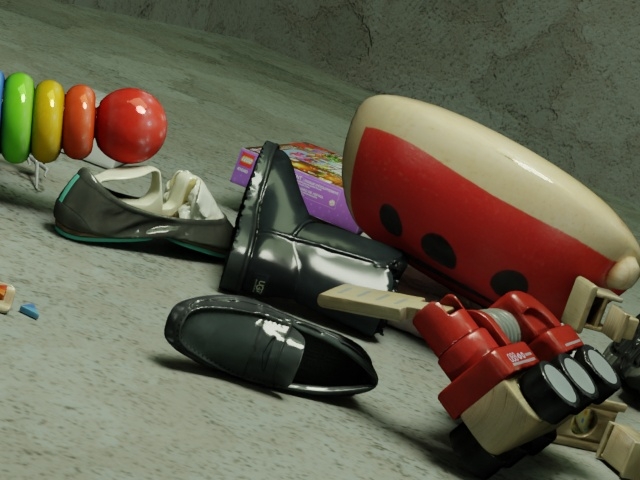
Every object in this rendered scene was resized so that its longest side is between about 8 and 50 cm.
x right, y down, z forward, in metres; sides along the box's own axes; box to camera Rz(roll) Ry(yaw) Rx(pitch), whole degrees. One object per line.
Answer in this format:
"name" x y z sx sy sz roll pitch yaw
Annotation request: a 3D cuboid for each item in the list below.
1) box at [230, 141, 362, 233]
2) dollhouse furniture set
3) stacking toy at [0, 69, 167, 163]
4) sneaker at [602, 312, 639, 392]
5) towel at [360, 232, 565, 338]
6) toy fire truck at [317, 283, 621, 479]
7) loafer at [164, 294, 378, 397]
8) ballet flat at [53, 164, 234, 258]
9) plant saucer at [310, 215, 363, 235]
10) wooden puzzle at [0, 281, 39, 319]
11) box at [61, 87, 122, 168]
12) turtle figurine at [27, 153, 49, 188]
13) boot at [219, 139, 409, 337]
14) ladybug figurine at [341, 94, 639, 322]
"box" 0.013 -0.082 2.390 0.201 0.057 0.293 23 11 14
"dollhouse furniture set" 0.284 0.138 1.725 0.101 0.161 0.182 14 12 -24
"stacking toy" -0.344 -0.142 1.895 0.330 0.141 0.141 3 14 -10
"sneaker" 0.430 0.165 2.077 0.106 0.101 0.267 41 10 -4
"towel" 0.152 0.075 2.086 0.332 0.053 0.317 21 12 14
"toy fire truck" 0.142 0.102 1.603 0.246 0.158 0.217 54 23 14
"loafer" -0.043 0.104 1.566 0.223 0.076 0.078 17 3 -30
"ballet flat" -0.187 -0.036 1.934 0.280 0.096 0.095 7 15 -47
"plant saucer" -0.010 -0.034 2.367 0.199 0.036 0.198 18 12 -4
"wooden puzzle" -0.324 0.045 1.540 0.116 0.014 0.078 16 12 -17
"box" -0.317 -0.162 2.328 0.102 0.087 0.101 19 11 4
"turtle figurine" -0.416 -0.146 2.055 0.175 0.118 0.234 10 9 -38
"boot" 0.000 0.000 1.936 0.207 0.094 0.246 18 41 -6
"ladybug figurine" 0.187 -0.025 1.954 0.449 0.162 0.305 28 -10 44
